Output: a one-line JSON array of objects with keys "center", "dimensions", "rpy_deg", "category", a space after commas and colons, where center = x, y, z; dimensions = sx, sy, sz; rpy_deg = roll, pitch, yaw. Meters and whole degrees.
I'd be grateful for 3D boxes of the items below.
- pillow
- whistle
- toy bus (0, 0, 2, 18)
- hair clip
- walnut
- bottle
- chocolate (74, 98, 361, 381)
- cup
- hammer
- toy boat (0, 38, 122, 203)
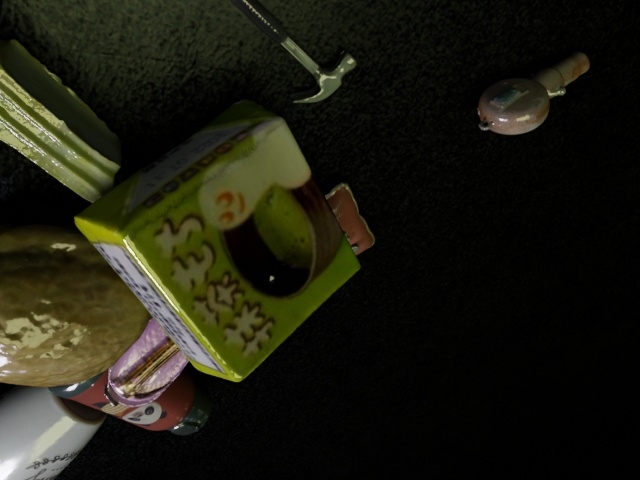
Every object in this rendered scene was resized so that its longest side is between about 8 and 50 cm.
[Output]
[{"center": [0.000, 0.000, 0.909], "dimensions": [0.179, 0.075, 0.171], "rpy_deg": [-30, 132, 3], "category": "pillow"}, {"center": [0.342, -0.239, 0.827], "dimensions": [0.220, 0.107, 0.057], "rpy_deg": [-32, 139, -11], "category": "whistle"}, {"center": [-0.324, -0.327, 0.453], "dimensions": [0.133, 0.125, 0.292], "rpy_deg": [-6, 130, -18], "category": "toy bus"}, {"center": [-0.217, 0.140, 0.874], "dimensions": [0.359, 0.095, 0.110], "rpy_deg": [-37, 154, -13], "category": "hair clip"}, {"center": [-0.381, 0.092, 0.730], "dimensions": [0.283, 0.227, 0.282], "rpy_deg": [-13, 122, -21], "category": "walnut"}, {"center": [-0.335, 0.270, 0.971], "dimensions": [0.144, 0.144, 0.336], "rpy_deg": [-33, 136, 8], "category": "bottle"}, {"center": [-0.114, 0.006, 0.707], "dimensions": [0.289, 0.137, 0.300], "rpy_deg": [-41, 119, -21], "category": "chocolate"}, {"center": [-0.512, 0.354, 0.970], "dimensions": [0.234, 0.186, 0.258], "rpy_deg": [-38, 163, 2], "category": "cup"}, {"center": [-0.064, -0.273, 0.676], "dimensions": [0.103, 0.029, 0.246], "rpy_deg": [-45, 130, 17], "category": "hammer"}, {"center": [-0.338, -0.149, 0.614], "dimensions": [0.084, 0.111, 0.276], "rpy_deg": [-38, 132, 9], "category": "toy boat"}]
